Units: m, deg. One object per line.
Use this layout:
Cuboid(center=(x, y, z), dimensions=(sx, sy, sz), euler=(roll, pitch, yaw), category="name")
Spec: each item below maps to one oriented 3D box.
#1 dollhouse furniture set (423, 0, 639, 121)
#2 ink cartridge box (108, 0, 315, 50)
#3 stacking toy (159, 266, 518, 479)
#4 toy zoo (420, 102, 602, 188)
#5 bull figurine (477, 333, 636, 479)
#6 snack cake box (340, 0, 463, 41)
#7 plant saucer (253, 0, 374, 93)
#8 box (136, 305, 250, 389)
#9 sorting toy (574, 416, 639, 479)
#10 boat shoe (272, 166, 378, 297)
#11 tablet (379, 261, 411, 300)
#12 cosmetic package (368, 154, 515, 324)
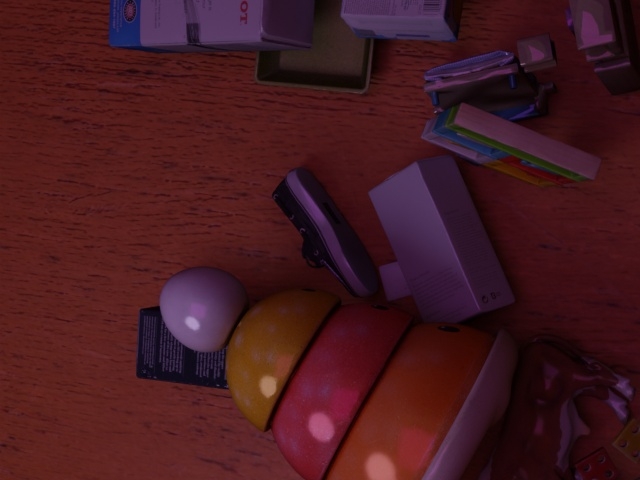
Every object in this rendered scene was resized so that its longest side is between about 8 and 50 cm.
Cuboid(center=(0.248, -0.287, 1.762), dimensions=(0.303, 0.286, 0.198), euler=(-11, 79, 20), category="dollhouse furniture set")
Cuboid(center=(-0.160, -0.395, 1.971), dimensions=(0.307, 0.129, 0.223), euler=(5, 92, 37), category="ink cartridge box")
Cuboid(center=(-0.006, 0.176, 1.791), dimensions=(0.480, 0.350, 0.350), euler=(29, 103, 5), category="stacking toy")
Cuboid(center=(0.241, -0.122, 1.773), dimensions=(0.192, 0.293, 0.030), euler=(22, 88, -4), category="toy zoo")
Cuboid(center=(0.317, 0.289, 1.842), dimensions=(0.188, 0.101, 0.310), euler=(14, 103, 15), category="bull figurine")
Cuboid(center=(0.129, -0.419, 1.868), dimensions=(0.152, 0.089, 0.264), euler=(6, 78, 21), category="snack cake box")
Cuboid(center=(0.002, -0.318, 1.985), dimensions=(0.188, 0.045, 0.188), euler=(8, 94, 23), category="plant saucer")
Cuboid(center=(-0.152, 0.159, 2.006), dimensions=(0.207, 0.153, 0.108), euler=(4, 92, 21), category="box")
Cuboid(center=(0.448, 0.373, 1.770), dimensions=(0.132, 0.046, 0.274), euler=(-28, 100, -1), category="sorting toy")
Cuboid(center=(0.000, 0.000, 1.980), dimensions=(0.076, 0.080, 0.228), euler=(-40, 76, 25), category="boat shoe")
Cuboid(center=(0.130, 0.054, 1.963), dimensions=(0.083, 0.006, 0.054), euler=(-16, 85, 22), category="tablet")
Cuboid(center=(0.170, 0.006, 1.885), dimensions=(0.117, 0.085, 0.231), euler=(-30, 78, 47), category="cosmetic package")
